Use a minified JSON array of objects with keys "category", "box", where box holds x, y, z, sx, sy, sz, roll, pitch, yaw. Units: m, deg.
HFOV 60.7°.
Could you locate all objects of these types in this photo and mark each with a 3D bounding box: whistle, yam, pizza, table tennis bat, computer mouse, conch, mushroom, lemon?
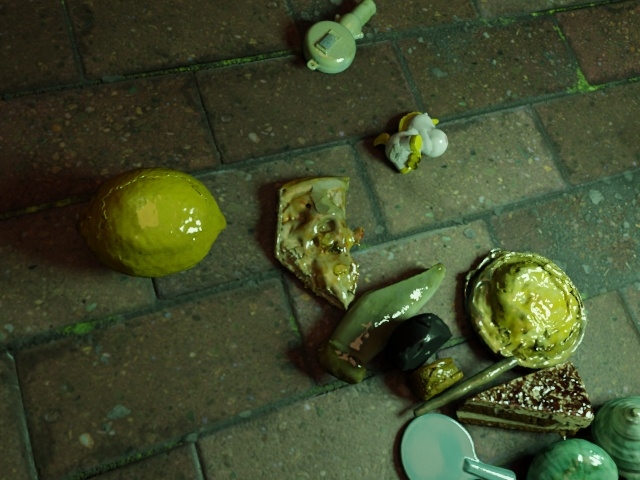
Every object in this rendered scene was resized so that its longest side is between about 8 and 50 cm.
[{"category":"whistle","box":[0.049,-0.488,1.294,0.126,0.067,0.258,39,66,0]},{"category":"yam","box":[0.285,0.287,1.067,0.234,0.027,0.029,-26,97,-9]},{"category":"pizza","box":[0.000,0.000,1.117,0.189,0.071,0.296,0,73,-14]},{"category":"table tennis bat","box":[0.265,0.427,1.056,0.237,0.038,0.149,20,67,-1]},{"category":"computer mouse","box":[0.177,0.187,1.025,0.122,0.217,0.073,-43,66,7]},{"category":"conch","box":[0.478,0.463,1.046,0.188,0.122,0.175,-22,105,-18]},{"category":"conch","box":[0.644,0.411,1.079,0.220,0.195,0.277,-51,126,-34]},{"category":"mushroom","box":[0.124,0.145,1.092,0.107,0.087,0.333,45,65,2]},{"category":"lemon","box":[-0.303,-0.032,0.991,0.260,0.204,0.204,-4,73,-15]}]

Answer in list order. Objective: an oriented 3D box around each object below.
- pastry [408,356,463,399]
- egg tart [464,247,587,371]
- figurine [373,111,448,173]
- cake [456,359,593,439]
[{"category":"pastry","box":[0.224,0.267,1.066,0.097,0.109,0.057,-39,68,22]},{"category":"egg tart","box":[0.446,0.134,1.155,0.291,0.107,0.290,4,71,-12]},{"category":"figurine","box":[0.217,-0.234,1.239,0.178,0.109,0.129,-34,60,-24]},{"category":"cake","box":[0.393,0.299,1.088,0.246,0.112,0.135,7,50,3]}]
